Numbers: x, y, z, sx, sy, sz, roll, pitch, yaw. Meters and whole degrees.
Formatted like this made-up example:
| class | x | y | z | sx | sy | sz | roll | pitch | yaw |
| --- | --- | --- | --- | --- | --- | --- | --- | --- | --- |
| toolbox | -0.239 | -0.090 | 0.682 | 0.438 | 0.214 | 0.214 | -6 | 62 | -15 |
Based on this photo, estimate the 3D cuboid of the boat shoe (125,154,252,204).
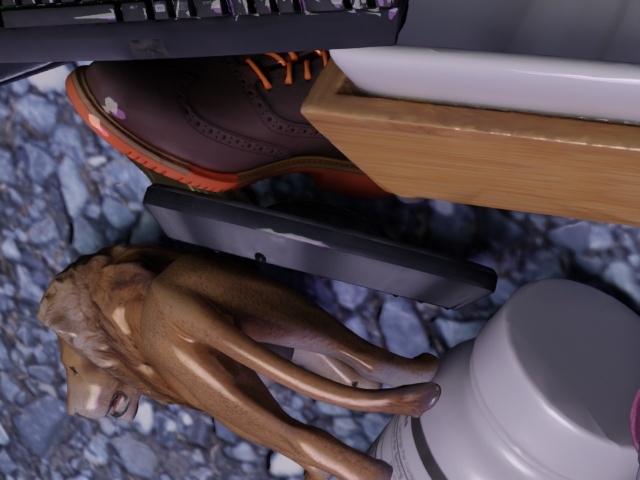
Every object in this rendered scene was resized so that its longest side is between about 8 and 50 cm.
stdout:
| class | x | y | z | sx | sy | sz | roll | pitch | yaw |
| --- | --- | --- | --- | --- | --- | --- | --- | --- | --- |
| boat shoe | -0.102 | -0.070 | 1.208 | 0.153 | 0.048 | 0.056 | 56 | 141 | -1 |

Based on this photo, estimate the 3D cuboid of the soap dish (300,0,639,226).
| class | x | y | z | sx | sy | sz | roll | pitch | yaw |
| --- | --- | --- | --- | --- | --- | --- | --- | --- | --- |
| soap dish | 0.167 | -0.109 | 0.922 | 0.291 | 0.229 | 0.118 | 9 | 138 | 25 |

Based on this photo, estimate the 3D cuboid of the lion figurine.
| class | x | y | z | sx | sy | sz | roll | pitch | yaw |
| --- | --- | --- | --- | --- | --- | --- | --- | --- | --- |
| lion figurine | -0.064 | 0.066 | 1.127 | 0.240 | 0.142 | 0.392 | 33 | 162 | -5 |

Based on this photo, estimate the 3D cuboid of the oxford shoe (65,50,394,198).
| class | x | y | z | sx | sy | sz | roll | pitch | yaw |
| --- | --- | --- | --- | --- | --- | --- | --- | --- | --- |
| oxford shoe | -0.029 | -0.092 | 1.031 | 0.098 | 0.271 | 0.097 | -52 | 56 | 31 |

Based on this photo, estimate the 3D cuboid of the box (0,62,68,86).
| class | x | y | z | sx | sy | sz | roll | pitch | yaw |
| --- | --- | --- | --- | --- | --- | --- | --- | --- | --- |
| box | -0.247 | -0.296 | 1.043 | 0.293 | 0.212 | 0.395 | -13 | 109 | 34 |

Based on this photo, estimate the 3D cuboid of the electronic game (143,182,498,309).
| class | x | y | z | sx | sy | sz | roll | pitch | yaw |
| --- | --- | --- | --- | --- | --- | --- | --- | --- | --- |
| electronic game | 0.000 | 0.000 | 1.087 | 0.229 | 0.229 | 0.048 | 13 | 88 | 23 |

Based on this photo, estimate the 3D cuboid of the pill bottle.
| class | x | y | z | sx | sy | sz | roll | pitch | yaw |
| --- | --- | --- | --- | --- | --- | --- | --- | --- | --- |
| pill bottle | 0.112 | 0.165 | 1.143 | 0.161 | 0.161 | 0.283 | 38 | 129 | 5 |

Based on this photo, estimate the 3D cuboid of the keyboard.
| class | x | y | z | sx | sy | sz | roll | pitch | yaw |
| --- | --- | --- | --- | --- | --- | --- | --- | --- | --- |
| keyboard | -0.111 | -0.186 | 0.880 | 0.317 | 0.033 | 0.201 | 0 | 115 | 25 |

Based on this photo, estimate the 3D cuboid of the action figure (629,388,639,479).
| class | x | y | z | sx | sy | sz | roll | pitch | yaw |
| --- | --- | --- | --- | --- | --- | --- | --- | --- | --- |
| action figure | 0.305 | 0.151 | 0.997 | 0.248 | 0.276 | 0.370 | -1 | 78 | 9 |
